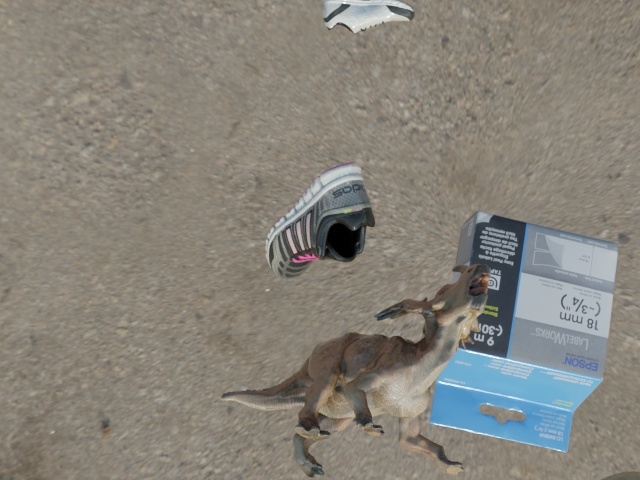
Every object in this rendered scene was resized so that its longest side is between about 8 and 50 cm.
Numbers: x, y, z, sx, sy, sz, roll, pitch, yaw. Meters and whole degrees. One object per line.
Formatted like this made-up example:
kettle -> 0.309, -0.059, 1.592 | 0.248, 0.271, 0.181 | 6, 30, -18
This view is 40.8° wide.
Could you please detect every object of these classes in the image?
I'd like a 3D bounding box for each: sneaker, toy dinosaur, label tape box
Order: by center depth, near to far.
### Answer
sneaker -> 0.000, 0.000, 0.852 | 0.170, 0.063, 0.075 | -50, 56, 43
toy dinosaur -> 0.051, 0.137, 0.925 | 0.295, 0.127, 0.200 | -9, 49, 21
sneaker -> 0.054, -0.259, 0.996 | 0.109, 0.040, 0.044 | 4, 94, -1
label tape box -> 0.324, 0.146, 1.361 | 0.240, 0.106, 0.334 | 13, 76, -5

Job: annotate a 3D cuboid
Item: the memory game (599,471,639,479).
memory game -> 0.113, 0.121, 0.233 | 0.186, 0.186, 0.012 | -17, 108, 9
